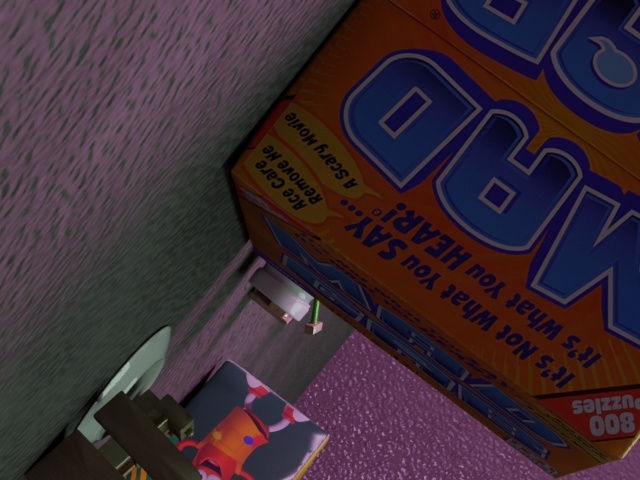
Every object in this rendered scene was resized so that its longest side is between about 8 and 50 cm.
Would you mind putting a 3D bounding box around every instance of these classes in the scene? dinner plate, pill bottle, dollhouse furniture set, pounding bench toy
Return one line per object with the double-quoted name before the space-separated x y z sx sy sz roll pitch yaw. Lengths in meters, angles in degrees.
"dinner plate" -0.172 0.135 1.537 0.141 0.017 0.141 -52 172 -10
"pill bottle" 0.000 0.000 1.704 0.152 0.086 0.086 -52 174 -2
"dollhouse furniture set" -0.152 0.216 1.494 0.144 0.123 0.151 -42 166 -18
"pounding bench toy" -0.020 0.053 1.860 0.065 0.083 0.052 -55 173 29

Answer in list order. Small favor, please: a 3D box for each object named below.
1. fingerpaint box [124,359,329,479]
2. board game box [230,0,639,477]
"fingerpaint box" -0.218 0.406 2.038 0.371 0.163 0.445 -48 172 -44
"board game box" 0.180 -0.055 1.448 0.356 0.356 0.356 -52 174 -7
